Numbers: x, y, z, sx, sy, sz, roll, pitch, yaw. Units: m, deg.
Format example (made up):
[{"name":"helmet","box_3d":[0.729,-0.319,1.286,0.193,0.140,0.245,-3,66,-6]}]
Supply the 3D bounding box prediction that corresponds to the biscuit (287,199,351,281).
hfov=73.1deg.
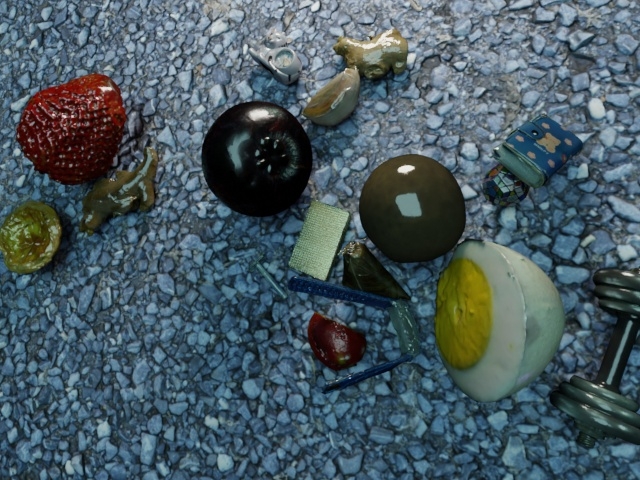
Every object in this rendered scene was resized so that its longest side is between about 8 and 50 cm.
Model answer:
[{"name":"biscuit","box_3d":[0.000,0.000,1.166,0.121,0.040,0.200,20,85,19]}]

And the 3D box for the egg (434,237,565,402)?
[{"name":"egg","box_3d":[0.397,0.163,0.923,0.200,0.337,0.338,1,80,-15]}]

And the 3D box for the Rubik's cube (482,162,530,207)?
[{"name":"Rubik's cube","box_3d":[0.448,-0.134,1.042,0.093,0.111,0.111,1,80,42]}]

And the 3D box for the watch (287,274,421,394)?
[{"name":"watch","box_3d":[0.087,0.192,1.038,0.274,0.068,0.277,-12,66,-19]}]

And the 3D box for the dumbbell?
[{"name":"dumbbell","box_3d":[0.615,0.231,0.893,0.179,0.179,0.407,22,87,17]}]

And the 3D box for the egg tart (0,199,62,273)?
[{"name":"egg tart","box_3d":[-0.908,-0.007,1.373,0.240,0.106,0.241,-3,78,12]}]

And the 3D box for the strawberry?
[{"name":"strawberry","box_3d":[-0.725,-0.357,1.288,0.351,0.267,0.312,-32,69,26]}]

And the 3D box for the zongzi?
[{"name":"zongzi","box_3d":[0.139,0.077,1.047,0.183,0.187,0.084,18,63,15]}]

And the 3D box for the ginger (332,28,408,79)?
[{"name":"ginger","box_3d":[0.135,-0.513,1.199,0.213,0.074,0.138,1,76,11]}]

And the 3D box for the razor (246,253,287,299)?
[{"name":"razor","box_3d":[-0.137,0.109,1.191,0.068,0.040,0.135,-42,80,6]}]

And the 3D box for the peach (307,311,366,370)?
[{"name":"peach","box_3d":[0.033,0.249,1.089,0.127,0.092,0.172,-43,75,8]}]

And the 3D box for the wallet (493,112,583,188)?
[{"name":"wallet","box_3d":[0.506,-0.215,1.005,0.202,0.059,0.141,-34,68,-29]}]

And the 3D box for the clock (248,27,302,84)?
[{"name":"clock","box_3d":[-0.114,-0.543,1.265,0.176,0.080,0.117,43,92,19]}]

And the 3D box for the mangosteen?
[{"name":"mangosteen","box_3d":[-0.171,-0.205,1.136,0.299,0.300,0.301,-2,80,14]}]

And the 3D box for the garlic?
[{"name":"garlic","box_3d":[0.044,-0.382,1.185,0.195,0.087,0.101,-42,78,19]}]

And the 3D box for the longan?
[{"name":"longan","box_3d":[0.210,-0.072,1.015,0.257,0.258,0.259,-2,80,14]}]

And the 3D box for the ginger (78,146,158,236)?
[{"name":"ginger","box_3d":[-0.616,-0.138,1.335,0.332,0.080,0.166,-30,90,1]}]
